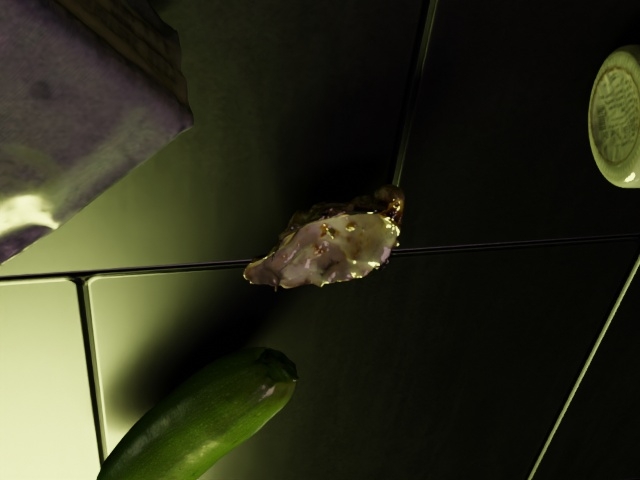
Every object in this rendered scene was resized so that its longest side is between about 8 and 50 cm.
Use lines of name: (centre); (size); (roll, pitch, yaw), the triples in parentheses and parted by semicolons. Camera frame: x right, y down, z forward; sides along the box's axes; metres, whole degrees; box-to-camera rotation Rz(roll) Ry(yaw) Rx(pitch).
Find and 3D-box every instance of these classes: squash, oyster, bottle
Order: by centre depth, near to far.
bottle: (0.329, -0.090, 0.815); (0.245, 0.104, 0.104); (-1, 141, -12)
oyster: (0.009, -0.004, 0.881); (0.148, 0.051, 0.103); (-21, 153, 25)
squash: (-0.124, 0.183, 1.057); (0.082, 0.082, 0.292); (23, 129, -35)

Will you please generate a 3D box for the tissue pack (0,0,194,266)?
tissue pack: (-0.300, -0.120, 0.597); (0.288, 0.124, 0.394); (-32, 137, 17)
